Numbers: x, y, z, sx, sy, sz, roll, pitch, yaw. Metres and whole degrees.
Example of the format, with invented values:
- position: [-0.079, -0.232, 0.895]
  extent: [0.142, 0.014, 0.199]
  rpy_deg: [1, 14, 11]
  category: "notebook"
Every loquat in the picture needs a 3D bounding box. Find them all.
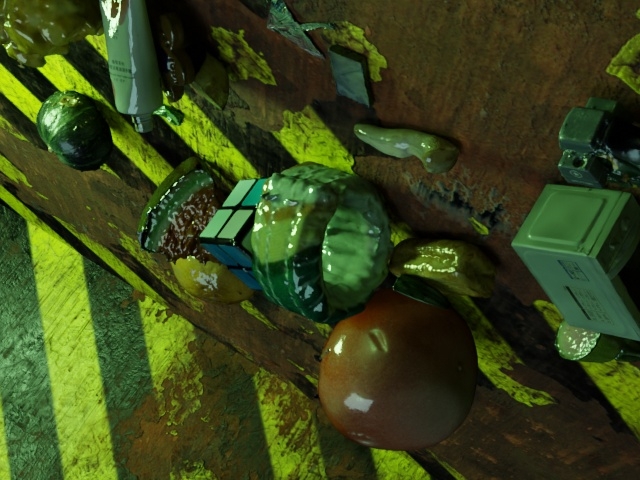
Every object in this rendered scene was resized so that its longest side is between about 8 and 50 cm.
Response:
- position: [-0.247, 0.059, 2.461]
  extent: [0.238, 0.193, 0.238]
  rpy_deg: [35, 168, 9]
  category: "loquat"

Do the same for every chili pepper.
- position: [-0.312, -0.257, 2.052]
  extent: [0.091, 0.030, 0.034]
  rpy_deg: [27, -175, 26]
  category: "chili pepper"

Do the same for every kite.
- position: [-0.030, -0.313, 1.492]
  extent: [0.157, 0.011, 0.139]
  rpy_deg: [12, 155, 50]
  category: "kite"

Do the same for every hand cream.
- position: [-0.314, -0.334, 1.642]
  extent: [0.124, 0.078, 0.340]
  rpy_deg: [23, 131, 42]
  category: "hand cream"

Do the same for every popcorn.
- position: [-0.500, -0.414, 1.755]
  extent: [0.253, 0.191, 0.190]
  rpy_deg: [43, -174, -12]
  category: "popcorn"

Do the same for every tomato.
- position: [0.164, 0.260, 2.059]
  extent: [0.273, 0.341, 0.341]
  rpy_deg: [11, 151, 36]
  category: "tomato"

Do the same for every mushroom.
- position: [0.126, -0.147, 1.576]
  extent: [0.202, 0.054, 0.059]
  rpy_deg: [23, 160, 42]
  category: "mushroom"

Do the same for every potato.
- position: [-0.191, -0.279, 1.748]
  extent: [0.103, 0.066, 0.096]
  rpy_deg: [42, 179, -41]
  category: "potato"

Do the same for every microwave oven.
- position: [0.395, 0.029, 1.448]
  extent: [0.162, 0.122, 0.208]
  rpy_deg: [12, 151, 48]
  category: "microwave oven"

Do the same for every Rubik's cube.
- position: [-0.111, -0.012, 2.088]
  extent: [0.183, 0.180, 0.167]
  rpy_deg: [46, 158, -26]
  category: "Rubik's cube"

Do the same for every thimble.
- position: [0.000, 0.000, 1.818]
  extent: [0.167, 0.254, 0.288]
  rpy_deg: [18, 141, 38]
  category: "thimble"

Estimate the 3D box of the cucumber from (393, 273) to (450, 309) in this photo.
- position: [0.186, 0.092, 1.823]
  extent: [0.107, 0.035, 0.067]
  rpy_deg: [22, -178, 11]
  category: "cucumber"

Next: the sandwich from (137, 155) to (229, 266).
- position: [-0.232, -0.046, 2.263]
  extent: [0.301, 0.250, 0.162]
  rpy_deg: [28, -154, -11]
  category: "sandwich"

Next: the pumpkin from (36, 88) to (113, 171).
- position: [-0.549, -0.246, 2.280]
  extent: [0.190, 0.146, 0.190]
  rpy_deg: [31, 163, 11]
  category: "pumpkin"

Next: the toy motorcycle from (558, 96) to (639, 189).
- position: [0.390, -0.100, 1.154]
  extent: [0.275, 0.124, 0.187]
  rpy_deg: [16, 163, 43]
  category: "toy motorcycle"

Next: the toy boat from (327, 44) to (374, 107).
- position: [0.046, -0.244, 1.519]
  extent: [0.063, 0.016, 0.115]
  rpy_deg: [27, 159, 21]
  category: "toy boat"

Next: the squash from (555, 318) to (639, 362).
- position: [0.484, 0.174, 1.738]
  extent: [0.132, 0.105, 0.105]
  rpy_deg: [22, 168, -28]
  category: "squash"

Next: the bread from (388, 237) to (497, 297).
- position: [0.221, 0.048, 1.837]
  extent: [0.114, 0.083, 0.211]
  rpy_deg: [40, 161, -32]
  category: "bread"

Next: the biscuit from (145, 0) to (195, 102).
- position: [-0.279, -0.321, 1.721]
  extent: [0.236, 0.039, 0.179]
  rpy_deg: [16, 125, 61]
  category: "biscuit"
